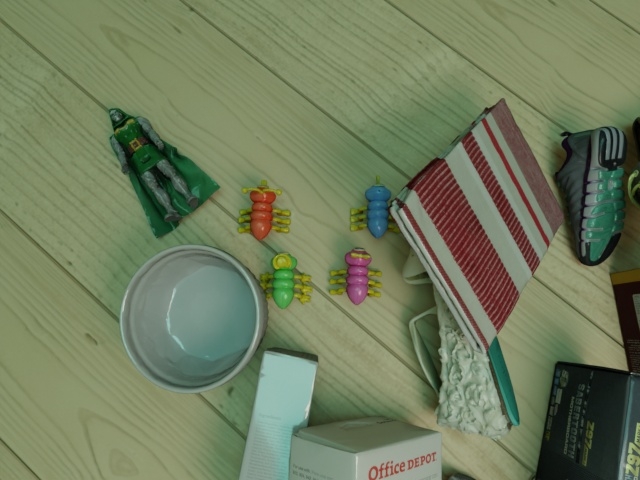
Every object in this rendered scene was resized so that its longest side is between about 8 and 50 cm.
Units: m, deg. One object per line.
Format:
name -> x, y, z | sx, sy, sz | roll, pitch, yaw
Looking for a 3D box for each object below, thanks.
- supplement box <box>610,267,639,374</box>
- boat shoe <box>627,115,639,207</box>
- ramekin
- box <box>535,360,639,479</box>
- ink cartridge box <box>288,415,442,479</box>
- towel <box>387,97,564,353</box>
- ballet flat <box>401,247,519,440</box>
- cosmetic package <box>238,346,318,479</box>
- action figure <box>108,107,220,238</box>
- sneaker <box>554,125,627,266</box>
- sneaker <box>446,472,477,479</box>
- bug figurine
supplement box -> 0.583, 0.131, 0.661 | 0.191, 0.129, 0.194 | -3, 79, -1
boat shoe -> 0.529, -0.093, 0.685 | 0.091, 0.109, 0.305 | 3, 51, 36
ramekin -> -0.175, 0.112, 0.663 | 0.207, 0.109, 0.207 | -1, 84, 9
box -> 0.372, 0.290, 0.604 | 0.059, 0.183, 0.233 | 15, 80, 3
ink cartridge box -> 0.059, 0.387, 0.571 | 0.115, 0.198, 0.273 | -7, 75, 43
towel -> 0.241, -0.036, 0.638 | 0.329, 0.037, 0.237 | -42, 104, -34
ballet flat -> 0.191, 0.090, 0.676 | 0.147, 0.147, 0.409 | -7, 78, -1
cosmetic package -> -0.059, 0.278, 0.641 | 0.085, 0.117, 0.231 | 11, 81, 2
action figure -> -0.291, -0.136, 0.751 | 0.137, 0.063, 0.232 | -38, 78, -4
sneaker -> 0.439, -0.073, 0.738 | 0.083, 0.098, 0.224 | -4, 101, -21
sneaker -> 0.191, 0.451, 0.572 | 0.105, 0.115, 0.281 | 25, 36, -14
bug figurine -> 0.000, 0.000, 0.716 | 0.279, 0.072, 0.216 | -2, 79, -1
